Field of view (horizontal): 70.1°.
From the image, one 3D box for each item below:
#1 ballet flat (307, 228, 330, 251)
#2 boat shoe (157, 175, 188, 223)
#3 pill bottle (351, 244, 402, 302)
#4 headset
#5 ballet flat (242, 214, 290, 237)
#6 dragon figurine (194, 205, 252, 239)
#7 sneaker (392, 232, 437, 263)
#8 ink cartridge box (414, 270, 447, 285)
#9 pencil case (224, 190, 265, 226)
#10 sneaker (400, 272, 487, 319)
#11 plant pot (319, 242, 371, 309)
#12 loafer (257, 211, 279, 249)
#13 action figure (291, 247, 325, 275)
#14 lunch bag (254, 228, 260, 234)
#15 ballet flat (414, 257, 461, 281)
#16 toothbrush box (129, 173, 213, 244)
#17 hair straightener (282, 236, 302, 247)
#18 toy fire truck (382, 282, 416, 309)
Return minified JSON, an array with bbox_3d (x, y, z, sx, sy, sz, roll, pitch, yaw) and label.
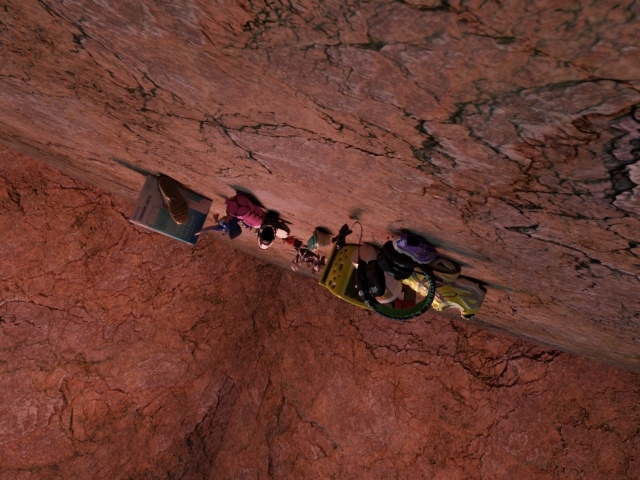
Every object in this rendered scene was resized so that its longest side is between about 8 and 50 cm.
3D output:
[{"bbox_3d":[0.000,0.000,1.878,0.086,0.086,0.248,21,173,-7],"label":"ballet flat"},{"bbox_3d":[-0.617,-0.174,1.904,0.073,0.080,0.224,36,149,46],"label":"boat shoe"},{"bbox_3d":[0.219,0.131,1.807,0.131,0.131,0.229,9,143,50],"label":"pill bottle"},{"bbox_3d":[0.197,0.104,1.465,0.394,0.243,0.185,48,-153,-8],"label":"headset"},{"bbox_3d":[-0.237,-0.085,1.906,0.249,0.058,0.084,24,141,-15],"label":"ballet flat"},{"bbox_3d":[-0.384,-0.056,1.921,0.085,0.289,0.144,11,130,35],"label":"dragon figurine"},{"bbox_3d":[0.297,0.022,1.383,0.169,0.069,0.071,19,156,-30],"label":"sneaker"},{"bbox_3d":[0.340,0.092,1.652,0.206,0.045,0.208,22,-177,-7],"label":"ink cartridge box"},{"bbox_3d":[-0.279,-0.112,1.710,0.098,0.095,0.209,10,171,11],"label":"pencil case"},{"bbox_3d":[0.447,0.193,1.809,0.384,0.147,0.145,16,173,36],"label":"sneaker"},{"bbox_3d":[0.138,0.144,1.962,0.228,0.227,0.207,26,175,-38],"label":"plant pot"},{"bbox_3d":[-0.221,-0.024,1.865,0.076,0.078,0.223,17,141,-7],"label":"loafer"},{"bbox_3d":[-0.066,0.115,2.476,0.163,0.141,0.275,17,174,22],"label":"action figure"},{"bbox_3d":[-0.265,-0.054,2.086,0.053,0.071,0.083,22,170,-9],"label":"lunch bag"},{"bbox_3d":[0.372,0.072,1.549,0.232,0.080,0.073,19,144,-12],"label":"ballet flat"},{"bbox_3d":[-0.656,-0.129,2.012,0.295,0.217,0.126,24,170,-19],"label":"toothbrush box"},{"bbox_3d":[-0.138,0.017,2.322,0.088,0.047,0.230,23,171,-21],"label":"hair straightener"},{"bbox_3d":[0.413,0.245,2.054,0.246,0.217,0.158,0,164,20],"label":"toy fire truck"}]
